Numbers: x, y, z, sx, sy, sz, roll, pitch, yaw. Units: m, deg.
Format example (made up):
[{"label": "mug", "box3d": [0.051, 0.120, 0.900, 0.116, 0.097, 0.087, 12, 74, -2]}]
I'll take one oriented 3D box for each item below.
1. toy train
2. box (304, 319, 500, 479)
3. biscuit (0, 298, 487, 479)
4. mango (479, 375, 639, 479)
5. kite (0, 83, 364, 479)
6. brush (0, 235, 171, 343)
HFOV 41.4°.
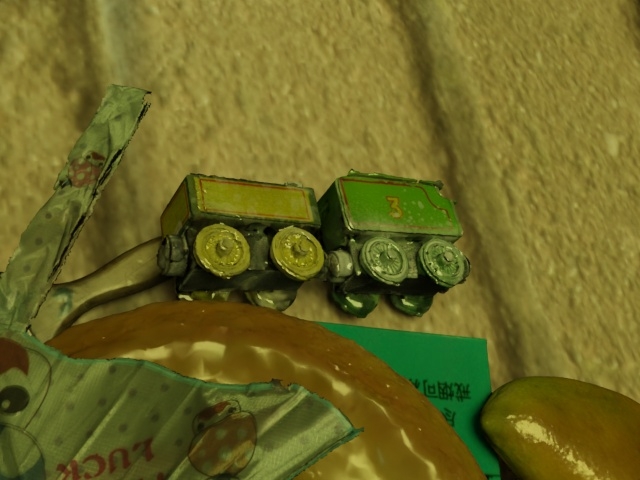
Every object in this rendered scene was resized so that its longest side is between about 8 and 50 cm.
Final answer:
[{"label": "toy train", "box3d": [0.000, 0.000, 0.503, 0.202, 0.060, 0.081, 4, 59, -29]}, {"label": "box", "box3d": [0.025, 0.159, 0.462, 0.161, 0.042, 0.226, 7, 66, -20]}, {"label": "biscuit", "box3d": [-0.054, 0.164, 0.356, 0.296, 0.102, 0.296, 1, 66, -3]}, {"label": "mango", "box3d": [0.172, 0.137, 0.511, 0.187, 0.066, 0.101, 34, 51, -17]}, {"label": "kite", "box3d": [-0.147, 0.058, 0.350, 0.335, 0.011, 0.314, 10, 65, 15]}, {"label": "brush", "box3d": [-0.139, 0.034, 0.460, 0.196, 0.021, 0.070, -26, 80, -32]}]
